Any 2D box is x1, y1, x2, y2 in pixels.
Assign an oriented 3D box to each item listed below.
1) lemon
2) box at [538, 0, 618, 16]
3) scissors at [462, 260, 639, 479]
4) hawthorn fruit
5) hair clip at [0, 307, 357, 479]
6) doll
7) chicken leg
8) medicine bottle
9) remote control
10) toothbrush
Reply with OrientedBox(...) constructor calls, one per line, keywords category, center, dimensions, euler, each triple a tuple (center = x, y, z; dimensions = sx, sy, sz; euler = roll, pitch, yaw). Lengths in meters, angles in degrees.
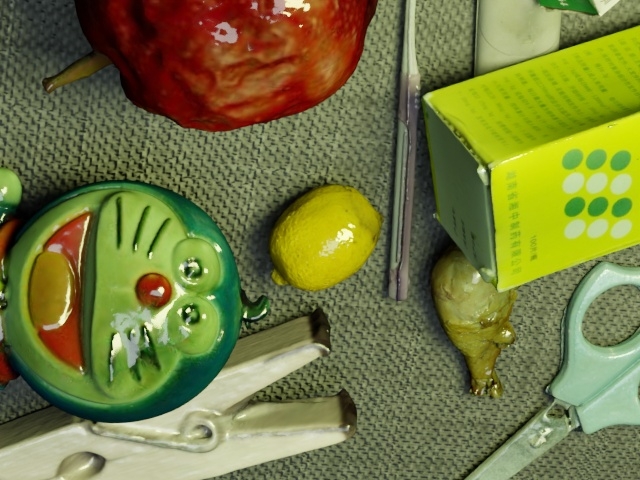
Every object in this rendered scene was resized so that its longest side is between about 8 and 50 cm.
OrientedBox(category="lemon", center=(0.000, 0.000, 1.584), dimensions=(0.111, 0.082, 0.082), euler=(-35, 116, 8))
OrientedBox(category="box", center=(0.206, -0.294, 1.460), dimensions=(0.135, 0.081, 0.199), euler=(-39, 121, -21))
OrientedBox(category="scissors", center=(0.217, 0.169, 1.738), dimensions=(0.360, 0.029, 0.191), euler=(-40, 112, 11))
OrientedBox(category="hawthorn fruit", center=(-0.096, -0.181, 1.421), dimensions=(0.266, 0.210, 0.230), euler=(-27, 131, 18))
OrientedBox(category="hair clip", center=(-0.136, 0.164, 1.636), dimensions=(0.331, 0.085, 0.101), euler=(-18, 115, 5))
OrientedBox(category="doll", center=(-0.202, 0.045, 1.514), dimensions=(0.322, 0.186, 0.198), euler=(8, 83, 4))
OrientedBox(category="chicken leg", center=(0.148, 0.070, 1.659), dimensions=(0.093, 0.070, 0.178), euler=(-16, 124, -10))
OrientedBox(category="medicine bottle", center=(0.223, -0.073, 1.536), dimensions=(0.250, 0.141, 0.137), euler=(-19, 125, -12))
OrientedBox(category="remote control", center=(0.170, -0.173, 1.555), dimensions=(0.073, 0.044, 0.229), euler=(-6, 117, -13))
OrientedBox(category="toothbrush", center=(0.080, -0.110, 1.580), dimensions=(0.029, 0.024, 0.354), euler=(-6, 116, -18))
